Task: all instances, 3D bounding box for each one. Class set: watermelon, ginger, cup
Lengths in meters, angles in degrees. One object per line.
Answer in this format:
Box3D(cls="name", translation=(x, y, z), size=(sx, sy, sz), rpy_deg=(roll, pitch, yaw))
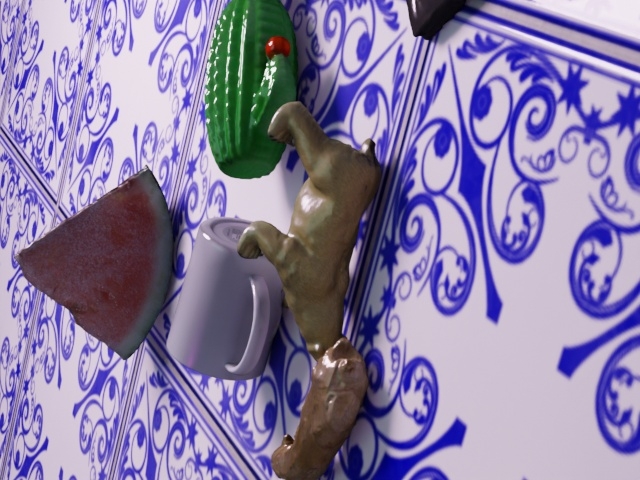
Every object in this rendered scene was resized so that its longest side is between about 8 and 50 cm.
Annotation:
Box3D(cls="watermelon", translation=(-0.236, 0.019, 1.573), size=(0.136, 0.202, 0.207), rpy_deg=(29, 118, 21))
Box3D(cls="ginger", translation=(-0.004, 0.159, 1.160), size=(0.173, 0.051, 0.069), rpy_deg=(-58, 32, 37))
Box3D(cls="cup", translation=(-0.071, 0.063, 1.284), size=(0.136, 0.099, 0.133), rpy_deg=(31, 112, 37))

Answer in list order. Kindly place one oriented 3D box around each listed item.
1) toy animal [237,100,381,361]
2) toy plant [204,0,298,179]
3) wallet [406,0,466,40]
Box3D(cls="toy animal", translation=(0.000, 0.000, 1.170), size=(0.101, 0.103, 0.219), rpy_deg=(24, 101, 39))
Box3D(cls="toy plant", translation=(-0.073, -0.173, 1.347), size=(0.154, 0.088, 0.240), rpy_deg=(122, 146, -42))
Box3D(cls="wallet", translation=(0.126, -0.266, 1.036), size=(0.244, 0.025, 0.124), rpy_deg=(-43, 46, 53))
